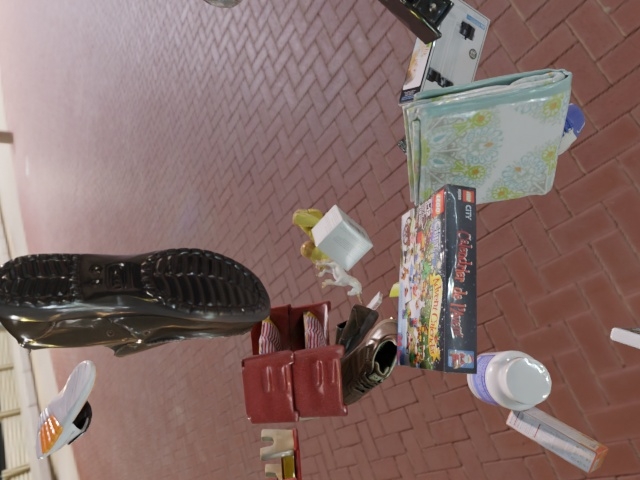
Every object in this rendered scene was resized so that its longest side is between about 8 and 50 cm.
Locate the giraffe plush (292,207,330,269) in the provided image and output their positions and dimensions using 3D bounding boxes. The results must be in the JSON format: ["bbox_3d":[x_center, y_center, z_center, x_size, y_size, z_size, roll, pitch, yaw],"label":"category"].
[{"bbox_3d":[0.000,0.000,1.479,0.210,0.181,0.171,20,107,33],"label":"giraffe plush"}]

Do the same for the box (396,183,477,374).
[{"bbox_3d":[0.155,0.058,0.619,0.159,0.044,0.233,129,147,-73],"label":"box"}]

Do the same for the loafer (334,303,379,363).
[{"bbox_3d":[0.075,0.251,1.201,0.078,0.080,0.220,39,116,18],"label":"loafer"}]

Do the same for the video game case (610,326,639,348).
[{"bbox_3d":[0.548,0.158,0.628,0.190,0.173,0.022,17,100,58],"label":"video game case"}]

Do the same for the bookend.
[{"bbox_3d":[0.224,-0.529,0.936,0.156,0.157,0.072,-54,17,2],"label":"bookend"}]

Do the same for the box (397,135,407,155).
[{"bbox_3d":[0.372,-0.407,1.895,0.067,0.083,0.018,48,159,-4],"label":"box"}]

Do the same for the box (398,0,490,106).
[{"bbox_3d":[0.333,-0.477,1.208,0.087,0.169,0.290,18,92,61],"label":"box"}]

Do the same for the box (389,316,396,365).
[{"bbox_3d":[0.248,0.415,1.712,0.201,0.021,0.164,-55,29,18],"label":"box"}]

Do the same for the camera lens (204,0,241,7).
[{"bbox_3d":[-0.092,-0.454,0.558,0.274,0.219,0.219,-27,67,16],"label":"camera lens"}]

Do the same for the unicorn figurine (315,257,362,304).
[{"bbox_3d":[0.052,0.107,1.287,0.060,0.111,0.162,115,142,-52],"label":"unicorn figurine"}]

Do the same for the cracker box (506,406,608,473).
[{"bbox_3d":[0.679,0.563,1.296,0.232,0.155,0.067,25,93,44],"label":"cracker box"}]

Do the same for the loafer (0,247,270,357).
[{"bbox_3d":[-0.256,0.094,0.655,0.134,0.365,0.130,-108,32,-45],"label":"loafer"}]

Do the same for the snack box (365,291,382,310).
[{"bbox_3d":[0.204,0.297,1.908,0.178,0.022,0.064,-55,6,29],"label":"snack box"}]

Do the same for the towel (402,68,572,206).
[{"bbox_3d":[0.397,-0.232,1.108,0.090,0.374,0.321,-91,-9,-46],"label":"towel"}]

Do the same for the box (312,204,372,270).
[{"bbox_3d":[0.048,-0.007,1.033,0.087,0.101,0.102,-46,22,13],"label":"box"}]

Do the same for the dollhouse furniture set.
[{"bbox_3d":[-0.038,0.314,0.784,0.201,0.152,0.374,-109,15,-74],"label":"dollhouse furniture set"}]

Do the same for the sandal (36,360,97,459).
[{"bbox_3d":[-0.493,0.347,0.908,0.265,0.076,0.102,-48,47,20],"label":"sandal"}]

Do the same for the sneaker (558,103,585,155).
[{"bbox_3d":[0.679,-0.308,1.340,0.127,0.315,0.182,56,173,8],"label":"sneaker"}]

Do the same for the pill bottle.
[{"bbox_3d":[0.509,0.378,1.222,0.272,0.152,0.152,83,174,-75],"label":"pill bottle"}]

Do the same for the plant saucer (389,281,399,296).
[{"bbox_3d":[0.377,0.163,1.762,0.045,0.188,0.188,68,162,2],"label":"plant saucer"}]

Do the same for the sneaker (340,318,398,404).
[{"bbox_3d":[0.081,0.222,0.778,0.188,0.066,0.071,-60,13,15],"label":"sneaker"}]
